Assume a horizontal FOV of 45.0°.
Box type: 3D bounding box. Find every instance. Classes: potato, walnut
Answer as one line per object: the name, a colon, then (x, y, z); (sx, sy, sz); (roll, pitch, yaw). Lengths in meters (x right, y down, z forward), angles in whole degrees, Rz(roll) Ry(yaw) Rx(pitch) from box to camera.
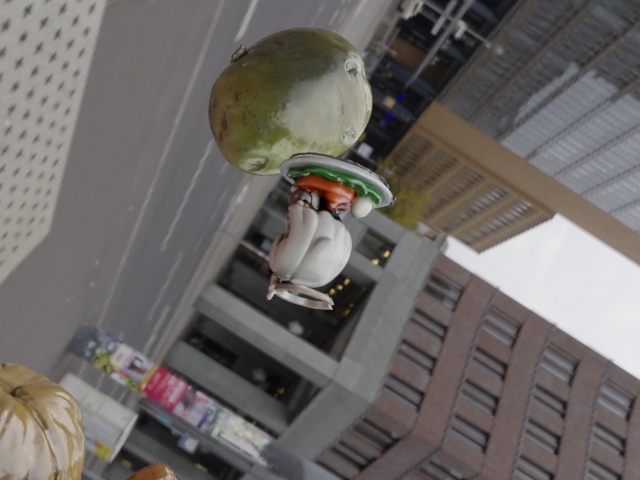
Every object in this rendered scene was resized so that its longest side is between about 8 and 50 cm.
potato: (-0.035, -0.189, 1.025); (0.228, 0.197, 0.148); (-12, 150, -26)
walnut: (-0.259, 0.179, 0.563); (0.184, 0.155, 0.155); (-62, -178, 7)

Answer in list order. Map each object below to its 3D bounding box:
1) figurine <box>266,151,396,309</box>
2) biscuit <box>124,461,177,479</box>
figurine: (0.000, 0.000, 0.824); (0.132, 0.132, 0.154); (132, -24, -75)
biscuit: (-0.188, 0.286, 0.653); (0.183, 0.043, 0.280); (3, 121, -42)
